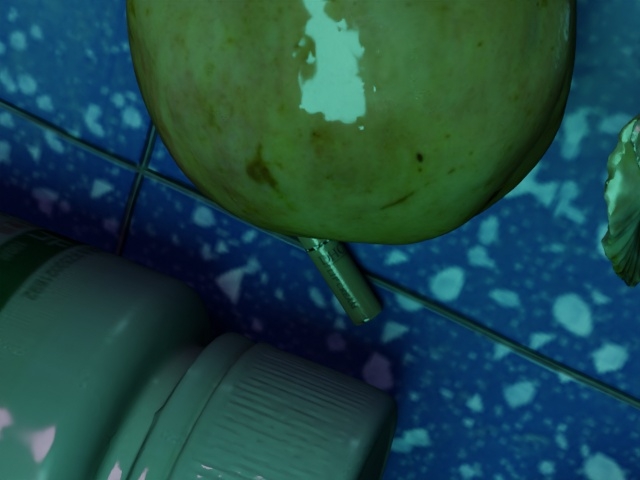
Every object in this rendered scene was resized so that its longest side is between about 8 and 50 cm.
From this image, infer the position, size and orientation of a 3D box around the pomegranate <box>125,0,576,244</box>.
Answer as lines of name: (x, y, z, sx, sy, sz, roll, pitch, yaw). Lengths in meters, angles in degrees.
pomegranate: (0.010, -0.090, 0.521, 0.191, 0.191, 0.191, 8, 116, 17)

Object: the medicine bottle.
medicine bottle: (-0.148, 0.100, 0.649, 0.339, 0.208, 0.208, 19, 118, 10)

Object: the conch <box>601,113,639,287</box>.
conch: (0.194, -0.013, 0.510, 0.130, 0.207, 0.155, 56, 139, 42)

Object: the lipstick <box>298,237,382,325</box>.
lipstick: (0.000, 0.000, 0.658, 0.019, 0.019, 0.094, -27, 102, 28)
